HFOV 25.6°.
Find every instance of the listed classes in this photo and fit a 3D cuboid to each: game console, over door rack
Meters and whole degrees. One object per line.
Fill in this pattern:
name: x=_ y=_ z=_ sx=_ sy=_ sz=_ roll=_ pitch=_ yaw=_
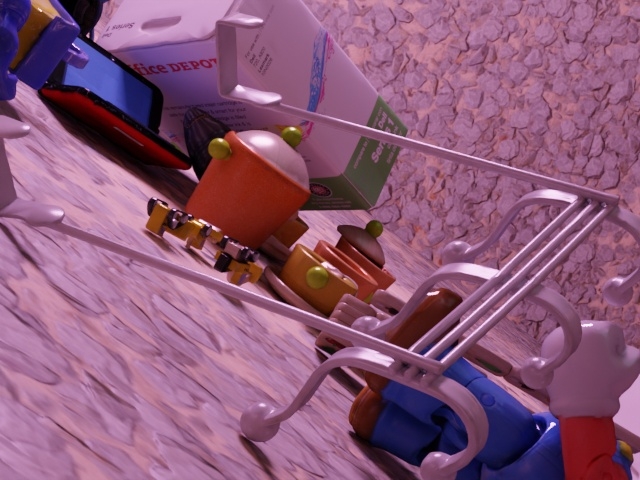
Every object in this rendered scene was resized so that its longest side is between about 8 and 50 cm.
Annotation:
game console: x=-0.187 y=-0.139 z=1.340 sx=0.144 sy=0.085 sz=0.124 roll=34 pitch=-14 yaw=-37
over door rack: x=0.000 y=0.000 z=0.817 sx=0.324 sy=0.108 sz=0.239 roll=29 pitch=37 yaw=22

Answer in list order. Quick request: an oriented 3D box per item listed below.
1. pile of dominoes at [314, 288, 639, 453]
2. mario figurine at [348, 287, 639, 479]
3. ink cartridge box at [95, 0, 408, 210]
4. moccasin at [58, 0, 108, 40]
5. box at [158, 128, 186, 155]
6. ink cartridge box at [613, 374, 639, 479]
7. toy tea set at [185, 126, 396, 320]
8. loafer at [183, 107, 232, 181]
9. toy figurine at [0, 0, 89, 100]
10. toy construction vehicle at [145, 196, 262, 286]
pile of dominoes: x=0.114 y=0.128 z=1.137 sx=0.251 sy=0.040 sz=0.196 roll=30 pitch=-17 yaw=0
mario figurine: x=0.182 y=0.156 z=0.906 sx=0.320 sy=0.170 sz=0.198 roll=38 pitch=3 yaw=17
ink cartridge box: x=-0.072 y=-0.155 z=1.484 sx=0.201 sy=0.117 sz=0.278 roll=0 pitch=-35 yaw=42
moccasin: x=-0.282 y=-0.239 z=1.456 sx=0.116 sy=0.138 sz=0.342 roll=25 pitch=17 yaw=6
box: x=-0.164 y=-0.192 z=1.685 sx=0.186 sy=0.145 sz=0.038 roll=38 pitch=7 yaw=-13
ink cartridge box: x=0.394 y=0.264 z=1.406 sx=0.232 sy=0.168 sz=0.171 roll=35 pitch=7 yaw=-24
toy tea set: x=-0.003 y=-0.018 z=1.373 sx=0.200 sy=0.124 sz=0.336 roll=39 pitch=5 yaw=9
loafer: x=-0.102 y=-0.082 z=1.418 sx=0.061 sy=0.062 sz=0.170 roll=56 pitch=-11 yaw=17
toy figurine: x=-0.241 y=-0.206 z=1.113 sx=0.217 sy=0.191 sz=0.362 roll=40 pitch=4 yaw=-39
toy construction vehicle: x=-0.092 y=0.005 z=1.110 sx=0.086 sy=0.035 sz=0.098 roll=28 pitch=0 yaw=14
